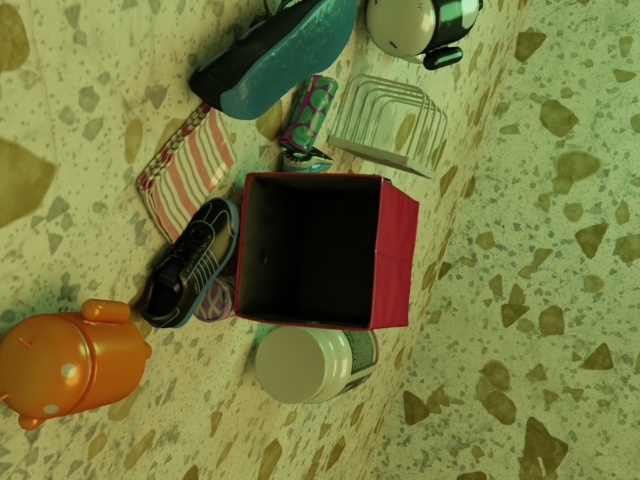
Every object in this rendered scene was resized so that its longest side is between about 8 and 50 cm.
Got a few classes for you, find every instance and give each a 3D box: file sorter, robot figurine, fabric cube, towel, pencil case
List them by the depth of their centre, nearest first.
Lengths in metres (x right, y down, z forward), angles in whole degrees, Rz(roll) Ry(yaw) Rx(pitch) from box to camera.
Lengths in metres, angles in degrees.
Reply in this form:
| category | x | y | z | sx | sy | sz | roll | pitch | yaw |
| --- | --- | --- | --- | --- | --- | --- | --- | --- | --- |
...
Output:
| category | x | y | z | sx | sy | sz | roll | pitch | yaw |
| --- | --- | --- | --- | --- | --- | --- | --- | --- | --- |
| robot figurine | -0.308 | 0.153 | 0.796 | 0.219 | 0.158 | 0.128 | 13 | 59 | -69 |
| towel | -0.193 | -0.106 | 0.969 | 0.197 | 0.029 | 0.144 | -58 | 157 | -27 |
| fabric cube | 0.021 | 0.025 | 1.160 | 0.258 | 0.254 | 0.259 | 16 | 78 | -68 |
| pencil case | -0.160 | 0.096 | 1.174 | 0.206 | 0.086 | 0.088 | -3 | 79 | -68 |
| pencil case | -0.024 | -0.239 | 1.204 | 0.070 | 0.064 | 0.152 | 25 | 88 | -54 |
| robot figurine | 0.223 | -0.494 | 1.369 | 0.278 | 0.209 | 0.174 | -29 | 145 | -33 |
| file sorter | 0.172 | -0.263 | 1.489 | 0.277 | 0.192 | 0.173 | 2 | 105 | -68 |

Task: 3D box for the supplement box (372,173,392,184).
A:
| category | x | y | z | sx | sy | sz | roll | pitch | yaw |
| --- | --- | --- | --- | --- | --- | --- | --- | --- | --- |
| supplement box | 0.160 | -0.126 | 1.769 | 0.083 | 0.056 | 0.083 | -64 | 159 | -13 |

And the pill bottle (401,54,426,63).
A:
| category | x | y | z | sx | sy | sz | roll | pitch | yaw |
| --- | --- | --- | --- | --- | --- | --- | --- | --- | --- |
| pill bottle | 0.243 | -0.526 | 1.530 | 0.103 | 0.103 | 0.184 | 5 | 105 | -68 |

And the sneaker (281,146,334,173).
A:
| category | x | y | z | sx | sy | sz | roll | pitch | yaw |
| --- | --- | --- | --- | --- | --- | --- | --- | --- | --- |
| sneaker | -0.034 | -0.149 | 1.295 | 0.162 | 0.063 | 0.073 | -17 | 139 | -55 |

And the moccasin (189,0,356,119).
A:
| category | x | y | z | sx | sy | sz | roll | pitch | yaw |
| --- | --- | --- | --- | --- | --- | --- | --- | --- | --- |
| moccasin | -0.065 | -0.310 | 0.973 | 0.342 | 0.116 | 0.138 | -44 | 148 | -41 |

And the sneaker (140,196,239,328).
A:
| category | x | y | z | sx | sy | sz | roll | pitch | yaw |
| --- | --- | --- | --- | --- | --- | --- | --- | --- | --- |
| sneaker | -0.204 | 0.033 | 1.000 | 0.232 | 0.081 | 0.090 | -66 | 166 | -5 |

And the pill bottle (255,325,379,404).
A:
| category | x | y | z | sx | sy | sz | roll | pitch | yaw |
| --- | --- | --- | --- | --- | --- | --- | --- | --- | --- |
| pill bottle | -0.001 | 0.280 | 1.548 | 0.363 | 0.210 | 0.210 | 11 | 100 | -69 |
